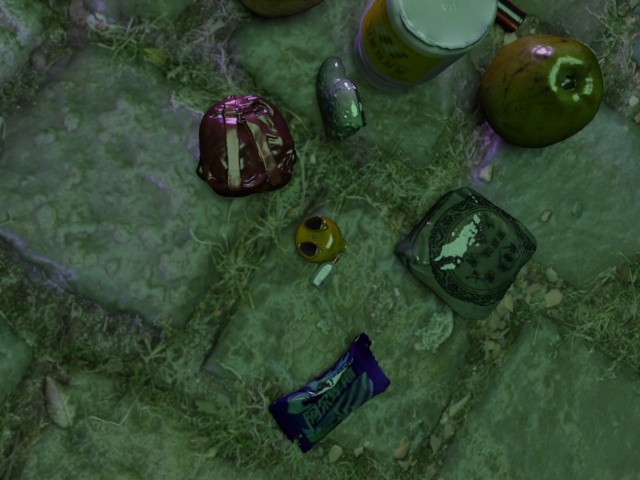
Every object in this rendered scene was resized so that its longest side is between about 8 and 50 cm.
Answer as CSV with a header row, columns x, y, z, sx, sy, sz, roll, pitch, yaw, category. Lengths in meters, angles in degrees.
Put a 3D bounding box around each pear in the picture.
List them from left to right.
x,y,z,sx,sy,sz,roll,pitch,yaw,category
0.483,-0.324,1.556,0.252,0.307,0.253,-1,97,-8,pear

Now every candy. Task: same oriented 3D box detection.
x,y,z,sx,sy,sz,roll,pitch,yaw,category
0.028,0.338,1.572,0.275,0.070,0.145,-37,103,-11,candy

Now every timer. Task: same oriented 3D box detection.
x,y,z,sx,sy,sz,roll,pitch,yaw,category
0.000,0.000,1.577,0.107,0.109,0.107,-3,79,19,timer

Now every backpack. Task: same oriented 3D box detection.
x,y,z,sx,sy,sz,roll,pitch,yaw,category
-0.162,-0.203,1.518,0.229,0.139,0.229,0,93,-10,backpack

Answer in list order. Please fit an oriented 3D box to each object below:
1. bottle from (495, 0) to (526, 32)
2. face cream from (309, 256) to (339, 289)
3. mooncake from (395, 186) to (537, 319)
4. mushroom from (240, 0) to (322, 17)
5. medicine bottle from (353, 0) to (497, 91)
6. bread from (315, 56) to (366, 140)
x,y,z,sx,sy,sz,roll,pitch,yaw,category
0.403,-0.558,1.672,0.164,0.060,0.060,35,83,-6,bottle
0.013,0.069,1.600,0.040,0.021,0.083,40,82,-6,face cream
0.332,0.022,1.601,0.250,0.136,0.254,38,83,-10,mooncake
-0.081,-0.618,1.545,0.278,0.146,0.278,0,83,2,mushroom
0.198,-0.440,1.469,0.213,0.378,0.214,0,88,-10,medicine bottle
0.037,-0.297,1.567,0.064,0.172,0.232,-11,46,-10,bread
